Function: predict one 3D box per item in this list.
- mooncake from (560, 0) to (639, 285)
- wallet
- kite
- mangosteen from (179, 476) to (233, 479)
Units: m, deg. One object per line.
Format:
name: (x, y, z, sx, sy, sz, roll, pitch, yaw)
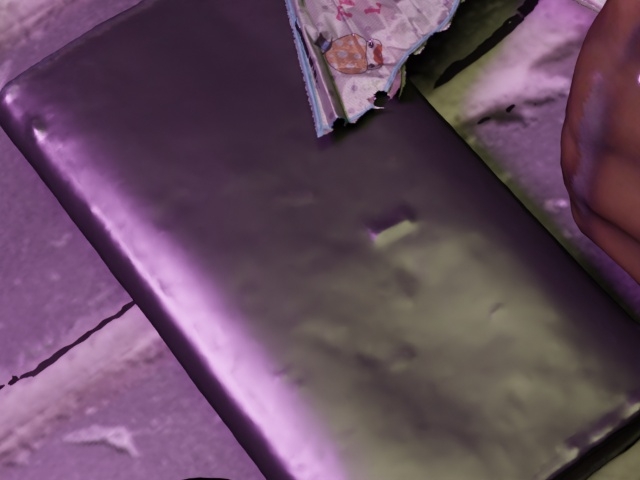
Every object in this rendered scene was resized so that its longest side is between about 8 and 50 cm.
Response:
mooncake: (0.260, -0.084, 0.729, 0.290, 0.290, 0.161, -44, 61, -15)
wallet: (0.000, 0.000, 0.833, 0.228, 0.062, 0.406, -35, 66, -12)
kite: (0.094, -0.214, 0.912, 0.368, 0.014, 0.406, 31, 62, 18)
mangosteen: (-0.063, 0.194, 0.724, 0.140, 0.140, 0.140, -2, 65, 4)
